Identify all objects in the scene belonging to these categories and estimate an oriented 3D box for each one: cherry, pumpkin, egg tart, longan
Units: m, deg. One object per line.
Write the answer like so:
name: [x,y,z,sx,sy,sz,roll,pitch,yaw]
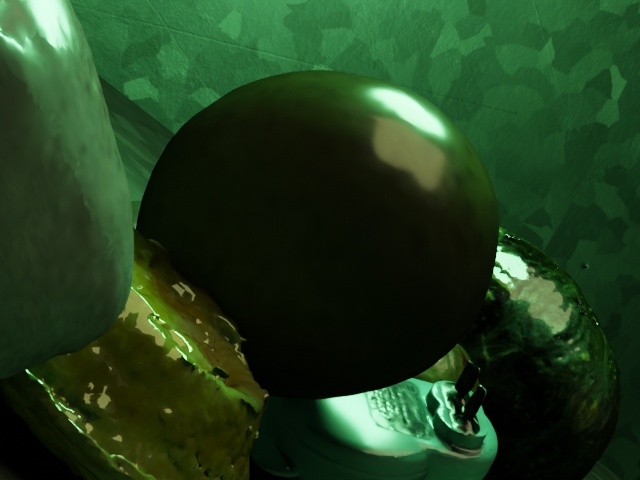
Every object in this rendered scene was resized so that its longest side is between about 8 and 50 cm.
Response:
cherry: [-0.277,-0.050,0.875,0.326,0.291,0.335,-42,121,-57]
pumpkin: [0.233,0.177,1.970,0.454,0.344,0.454,43,-13,13]
egg tart: [-0.154,0.101,1.137,0.345,0.132,0.345,47,7,-8]
longan: [0.000,0.000,1.369,0.361,0.361,0.361,39,6,-5]

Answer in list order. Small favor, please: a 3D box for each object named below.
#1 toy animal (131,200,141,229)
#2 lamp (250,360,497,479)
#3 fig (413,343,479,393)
toy animal: [-0.222,0.050,1.463,0.125,0.127,0.251,50,17,-16]
lamp: [0.056,0.207,1.498,0.283,0.147,0.209,-2,34,-6]
fig: [0.109,0.268,1.658,0.217,0.217,0.321,31,39,-56]
